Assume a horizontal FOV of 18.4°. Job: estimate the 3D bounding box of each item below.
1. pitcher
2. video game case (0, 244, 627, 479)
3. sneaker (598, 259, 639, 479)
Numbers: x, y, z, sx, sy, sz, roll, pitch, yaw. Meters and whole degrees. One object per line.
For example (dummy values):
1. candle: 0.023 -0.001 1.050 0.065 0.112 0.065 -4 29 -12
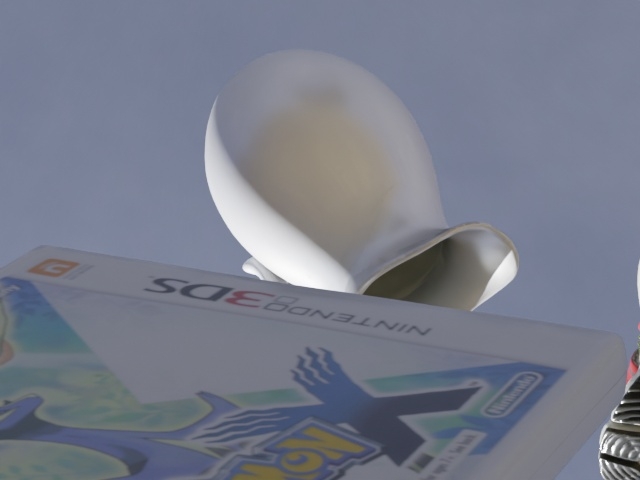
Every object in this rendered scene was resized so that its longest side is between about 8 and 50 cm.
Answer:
1. pitcher: 0.000 0.000 1.144 0.125 0.207 0.178 21 -66 -43
2. video game case: -0.080 0.087 0.754 0.300 0.329 0.036 8 -66 27
3. sneaker: 0.254 0.066 1.296 0.107 0.118 0.279 14 -52 11
